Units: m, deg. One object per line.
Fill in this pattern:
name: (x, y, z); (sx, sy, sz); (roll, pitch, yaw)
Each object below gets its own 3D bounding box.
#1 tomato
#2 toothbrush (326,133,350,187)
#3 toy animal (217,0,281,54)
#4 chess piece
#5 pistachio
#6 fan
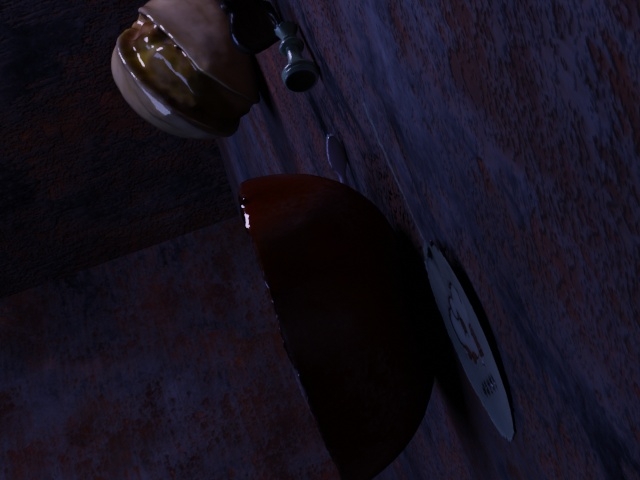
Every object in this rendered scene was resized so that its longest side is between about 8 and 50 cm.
tomato: (0.030, 0.070, 1.537); (0.338, 0.143, 0.338); (161, 90, -89)
toothbrush: (0.046, -0.004, 1.757); (0.027, 0.021, 0.269); (-92, -13, -63)
toy animal: (-0.143, -0.398, 1.836); (0.168, 0.106, 0.343); (95, 151, -76)
chess piece: (-0.030, -0.213, 1.704); (0.042, 0.042, 0.093); (77, 178, -52)
pistachio: (-0.220, -0.284, 2.448); (0.238, 0.229, 0.321); (23, -160, -34)
fan: (0.103, 0.022, 1.310); (0.191, 0.009, 0.329); (89, 158, -78)
